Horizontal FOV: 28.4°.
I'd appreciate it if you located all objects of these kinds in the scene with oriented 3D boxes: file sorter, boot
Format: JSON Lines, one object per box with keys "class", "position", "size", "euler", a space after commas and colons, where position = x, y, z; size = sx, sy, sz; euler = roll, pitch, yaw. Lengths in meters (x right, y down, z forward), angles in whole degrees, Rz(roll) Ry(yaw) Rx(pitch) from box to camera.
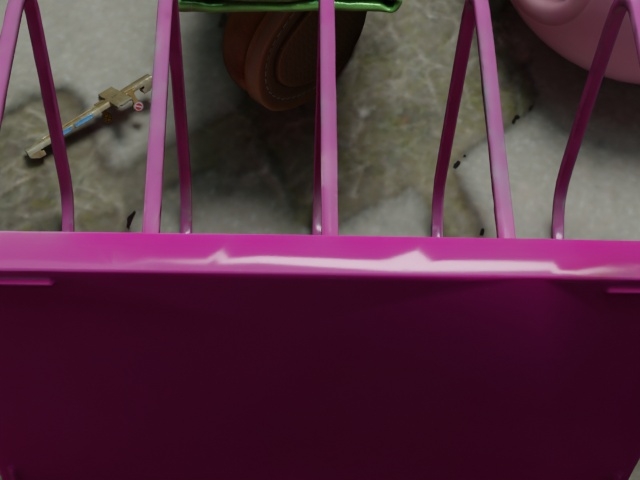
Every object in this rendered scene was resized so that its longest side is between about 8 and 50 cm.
{"class": "file sorter", "position": [0.000, 0.000, 0.583], "size": [0.290, 0.202, 0.182], "euler": [1, 54, -2]}
{"class": "boot", "position": [-0.064, -0.207, 0.761], "size": [0.220, 0.109, 0.283], "euler": [19, 56, 8]}

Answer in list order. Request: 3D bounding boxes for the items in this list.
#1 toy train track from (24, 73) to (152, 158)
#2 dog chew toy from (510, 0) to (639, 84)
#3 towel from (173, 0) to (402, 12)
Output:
{"class": "toy train track", "position": [-0.130, -0.068, 0.725], "size": [0.083, 0.014, 0.048], "euler": [-33, 24, -12]}
{"class": "dog chew toy", "position": [0.264, -0.210, 0.735], "size": [0.331, 0.207, 0.207], "euler": [-16, 59, -22]}
{"class": "towel", "position": [-0.015, -0.163, 0.641], "size": [0.113, 0.023, 0.152], "euler": [-1, 41, 1]}
